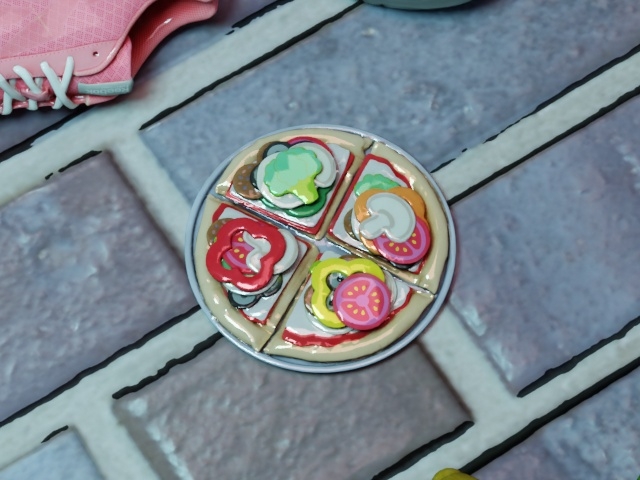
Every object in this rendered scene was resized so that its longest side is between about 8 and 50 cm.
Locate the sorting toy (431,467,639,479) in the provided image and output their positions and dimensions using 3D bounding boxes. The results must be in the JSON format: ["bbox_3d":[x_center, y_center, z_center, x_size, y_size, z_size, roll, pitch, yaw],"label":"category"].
[{"bbox_3d":[0.221,0.157,1.345,0.366,0.127,0.126,-20,38,-12],"label":"sorting toy"}]

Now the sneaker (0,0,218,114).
[{"bbox_3d":[-0.209,-0.147,1.450,0.314,0.116,0.136,-38,73,-16],"label":"sneaker"}]

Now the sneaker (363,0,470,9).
[{"bbox_3d":[-0.003,-0.298,1.503,0.341,0.139,0.125,31,67,11],"label":"sneaker"}]

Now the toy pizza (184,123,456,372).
[{"bbox_3d":[0.000,0.000,1.431,0.201,0.032,0.201,0,66,0],"label":"toy pizza"}]
